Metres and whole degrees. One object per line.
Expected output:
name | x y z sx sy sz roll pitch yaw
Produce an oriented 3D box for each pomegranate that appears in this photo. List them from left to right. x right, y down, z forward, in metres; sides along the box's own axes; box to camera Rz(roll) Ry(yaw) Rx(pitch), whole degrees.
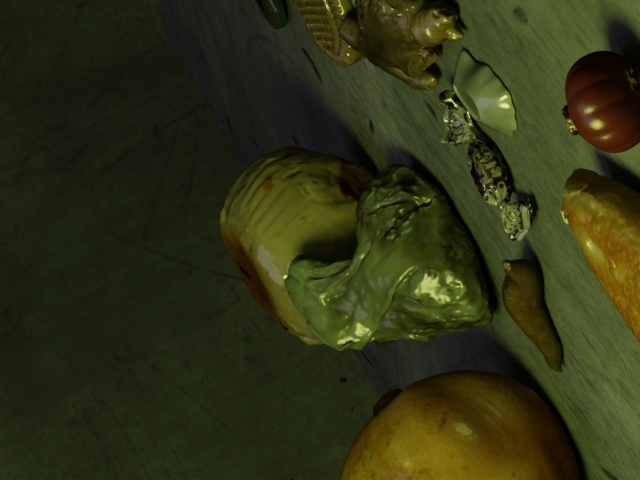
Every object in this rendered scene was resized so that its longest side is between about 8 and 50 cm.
pomegranate | 0.212 0.401 2.179 0.416 0.417 0.416 61 171 17

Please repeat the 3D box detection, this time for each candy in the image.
candy | 0.221 -0.103 1.795 0.226 0.051 0.094 61 168 16

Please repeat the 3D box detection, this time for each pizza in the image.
pizza | 0.366 0.068 1.383 0.365 0.074 0.182 56 167 37

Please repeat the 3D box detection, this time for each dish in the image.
dish | 0.200 -0.187 1.704 0.137 0.039 0.091 55 168 37

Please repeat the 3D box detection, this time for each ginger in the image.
ginger | 0.107 -0.276 1.812 0.166 0.080 0.333 47 167 -1

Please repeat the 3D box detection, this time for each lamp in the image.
lamp | 0.276 -0.133 1.269 0.101 0.090 0.101 41 -145 -37

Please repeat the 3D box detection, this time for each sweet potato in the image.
sweet potato | 0.301 0.097 1.909 0.069 0.059 0.249 34 157 47

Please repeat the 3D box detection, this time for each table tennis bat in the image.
table tennis bat | -0.115 -0.518 2.574 0.215 0.044 0.329 65 173 -4

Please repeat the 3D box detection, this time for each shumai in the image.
shumai | 0.105 0.073 2.196 0.330 0.288 0.292 55 167 50

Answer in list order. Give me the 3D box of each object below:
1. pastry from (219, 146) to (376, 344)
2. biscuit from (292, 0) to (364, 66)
pastry | 0.000 0.000 2.531 0.388 0.313 0.388 51 167 17
biscuit | 0.011 -0.391 2.081 0.259 0.079 0.259 59 170 17
